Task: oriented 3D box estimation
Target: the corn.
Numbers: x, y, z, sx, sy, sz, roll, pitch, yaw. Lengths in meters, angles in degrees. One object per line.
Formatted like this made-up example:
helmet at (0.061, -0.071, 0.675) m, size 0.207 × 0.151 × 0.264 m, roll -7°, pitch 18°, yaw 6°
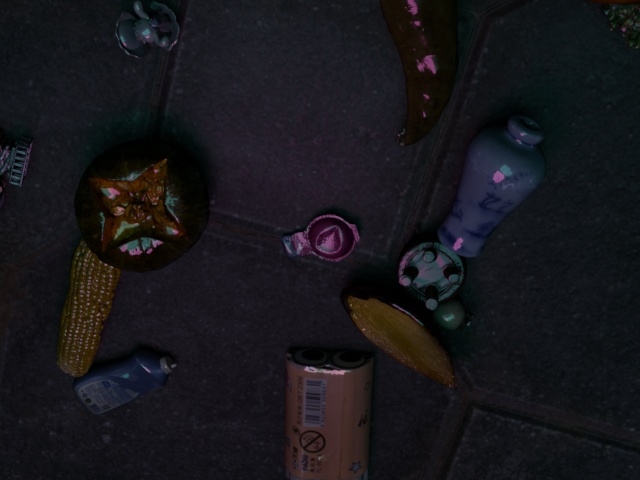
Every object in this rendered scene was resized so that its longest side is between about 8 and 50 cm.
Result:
corn at (-0.437, 0.118, 1.905) m, size 0.097 × 0.097 × 0.319 m, roll 18°, pitch 116°, yaw -3°

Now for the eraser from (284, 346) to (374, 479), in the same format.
eraser at (0.012, 0.354, 1.971) m, size 0.171 × 0.087 × 0.290 m, roll 4°, pitch 113°, yaw 6°

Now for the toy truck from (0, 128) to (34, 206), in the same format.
toy truck at (-0.593, -0.114, 1.824) m, size 0.115 × 0.080 × 0.177 m, roll 15°, pitch 113°, yaw -12°

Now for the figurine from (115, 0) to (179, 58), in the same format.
figurine at (-0.285, -0.355, 1.688) m, size 0.086 × 0.082 × 0.094 m, roll -8°, pitch 108°, yaw 32°

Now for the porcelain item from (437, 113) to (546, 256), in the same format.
porcelain item at (0.291, -0.093, 1.726) m, size 0.141 × 0.141 × 0.259 m, roll 24°, pitch 121°, yaw -5°

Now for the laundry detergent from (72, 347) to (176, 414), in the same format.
laundry detergent at (-0.375, 0.269, 1.979) m, size 0.206 × 0.061 × 0.096 m, roll -22°, pitch 108°, yaw 13°

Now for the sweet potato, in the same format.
sweet potato at (0.159, -0.346, 1.638) m, size 0.131 × 0.130 × 0.422 m, roll -6°, pitch 121°, yaw 8°

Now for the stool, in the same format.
stool at (0.208, 0.080, 1.818) m, size 0.125 × 0.121 × 0.217 m, roll -18°, pitch 106°, yaw 11°

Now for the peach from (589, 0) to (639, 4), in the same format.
peach at (0.427, -0.516, 1.445) m, size 0.373 × 0.290 × 0.372 m, roll 4°, pitch 115°, yaw 8°

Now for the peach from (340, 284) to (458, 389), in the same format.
peach at (0.161, 0.160, 1.840) m, size 0.279 × 0.189 × 0.068 m, roll 43°, pitch 67°, yaw -12°

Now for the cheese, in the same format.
cheese at (0.000, 0.000, 1.842) m, size 0.145 × 0.038 × 0.095 m, roll -11°, pitch 111°, yaw 16°

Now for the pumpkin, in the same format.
pumpkin at (-0.312, -0.063, 1.777) m, size 0.238 × 0.159 × 0.237 m, roll 0°, pitch 92°, yaw -2°

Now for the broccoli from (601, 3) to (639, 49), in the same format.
broccoli at (0.532, -0.363, 1.576) m, size 0.167 × 0.160 × 0.154 m, roll 34°, pitch 85°, yaw 2°
